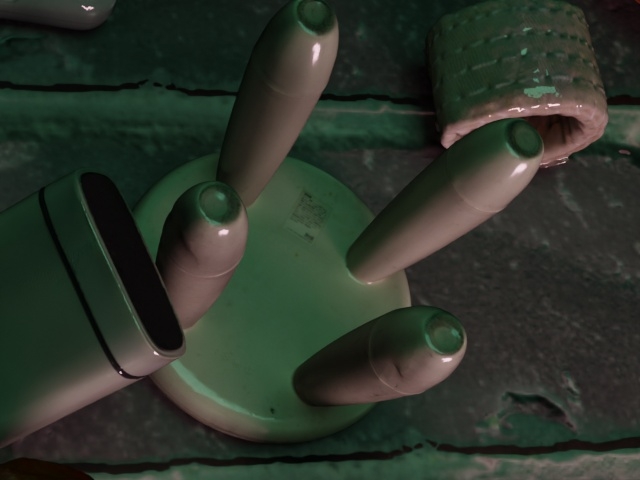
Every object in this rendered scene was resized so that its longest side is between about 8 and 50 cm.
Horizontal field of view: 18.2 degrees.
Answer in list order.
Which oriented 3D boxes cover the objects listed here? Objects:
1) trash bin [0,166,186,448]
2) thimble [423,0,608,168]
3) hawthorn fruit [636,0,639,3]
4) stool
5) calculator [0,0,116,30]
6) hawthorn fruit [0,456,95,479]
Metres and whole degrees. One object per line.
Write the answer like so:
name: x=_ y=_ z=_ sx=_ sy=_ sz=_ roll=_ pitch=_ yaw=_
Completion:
trash bin: x=-0.154 y=0.040 z=1.090 sx=0.116 sy=0.130 sz=0.059 roll=65 pitch=18 yaw=10
thimble: x=0.131 y=-0.104 z=1.338 sx=0.115 sy=0.102 sz=0.090 roll=-11 pitch=69 yaw=3
hawthorn fruit: x=0.270 y=-0.227 z=1.436 sx=0.133 sy=0.138 sz=0.133 roll=10 pitch=60 yaw=-18
stool: x=0.000 y=0.000 z=1.173 sx=0.195 sy=0.199 sz=0.195 roll=31 pitch=57 yaw=-10
calculator: x=-0.228 y=-0.208 z=1.260 sx=0.246 sy=0.045 sz=0.141 roll=8 pitch=64 yaw=-22
hawthorn fruit: x=-0.169 y=0.215 z=1.014 sx=0.179 sy=0.179 sz=0.200 roll=-11 pitch=84 yaw=-28
